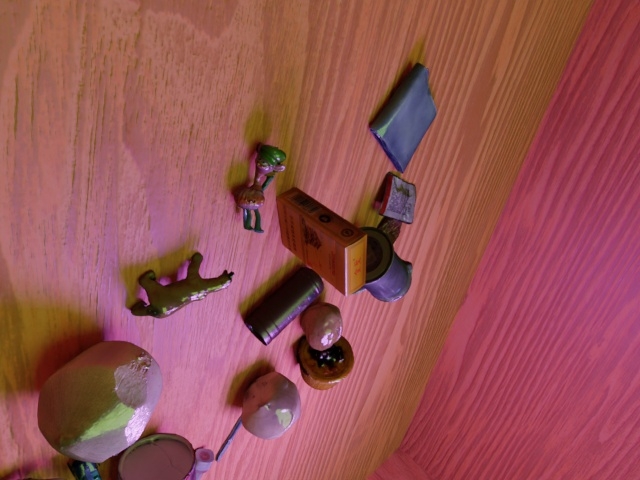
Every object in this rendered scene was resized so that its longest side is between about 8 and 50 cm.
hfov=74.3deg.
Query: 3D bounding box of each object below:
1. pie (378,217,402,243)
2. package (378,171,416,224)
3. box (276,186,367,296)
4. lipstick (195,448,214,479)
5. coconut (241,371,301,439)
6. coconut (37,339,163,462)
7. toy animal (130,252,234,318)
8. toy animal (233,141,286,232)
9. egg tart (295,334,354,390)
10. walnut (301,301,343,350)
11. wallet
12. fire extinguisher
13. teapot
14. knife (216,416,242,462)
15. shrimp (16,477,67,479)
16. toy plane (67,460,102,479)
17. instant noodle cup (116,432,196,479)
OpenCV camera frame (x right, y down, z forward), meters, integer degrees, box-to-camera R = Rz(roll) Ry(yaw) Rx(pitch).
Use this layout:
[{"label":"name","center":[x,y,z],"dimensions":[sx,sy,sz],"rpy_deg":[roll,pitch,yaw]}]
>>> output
[{"label":"pie","center":[0.264,-0.035,1.617],"dimensions":[0.154,0.036,0.155],"rpy_deg":[-33,140,-33]},{"label":"package","center":[0.288,-0.149,1.534],"dimensions":[0.239,0.030,0.154],"rpy_deg":[11,90,-54]},{"label":"box","center":[0.000,0.000,1.099],"dimensions":[0.076,0.274,0.174],"rpy_deg":[-32,138,-27]},{"label":"lipstick","center":[-0.414,0.772,1.394],"dimensions":[0.063,0.057,0.186],"rpy_deg":[19,109,-27]},{"label":"coconut","center":[-0.162,0.543,1.399],"dimensions":[0.224,0.224,0.224],"rpy_deg":[-31,138,-33]},{"label":"coconut","center":[-0.432,0.321,0.835],"dimensions":[0.224,0.224,0.234],"rpy_deg":[-58,-170,1]},{"label":"toy animal","center":[-0.309,0.112,0.957],"dimensions":[0.218,0.101,0.103],"rpy_deg":[-23,132,-40]},{"label":"toy animal","center":[-0.142,-0.122,0.999],"dimensions":[0.103,0.100,0.209],"rpy_deg":[-16,123,-73]},{"label":"egg tart","center":[0.010,0.446,1.544],"dimensions":[0.215,0.215,0.171],"rpy_deg":[-30,148,-35]},{"label":"walnut","center":[0.005,0.295,1.467],"dimensions":[0.166,0.149,0.167],"rpy_deg":[13,90,-85]},{"label":"wallet","center":[0.283,-0.379,1.352],"dimensions":[0.251,0.054,0.290],"rpy_deg":[-57,147,1]},{"label":"fire extinguisher","center":[-0.077,0.169,1.308],"dimensions":[0.344,0.102,0.138],"rpy_deg":[-42,176,-23]},{"label":"teapot","center":[0.186,0.119,1.524],"dimensions":[0.270,0.200,0.337],"rpy_deg":[-34,149,10]},{"label":"knife","center":[-0.315,0.695,1.487],"dimensions":[0.210,0.015,0.028],"rpy_deg":[-58,152,1]},{"label":"shrimp","center":[-0.615,0.593,0.956],"dimensions":[0.173,0.058,0.253],"rpy_deg":[-40,132,4]},{"label":"toy plane","center":[-0.555,0.593,1.032],"dimensions":[0.060,0.096,0.235],"rpy_deg":[-26,133,-37]},{"label":"instant noodle cup","center":[-0.440,0.679,1.135],"dimensions":[0.243,0.243,0.231],"rpy_deg":[-13,119,-46]}]
